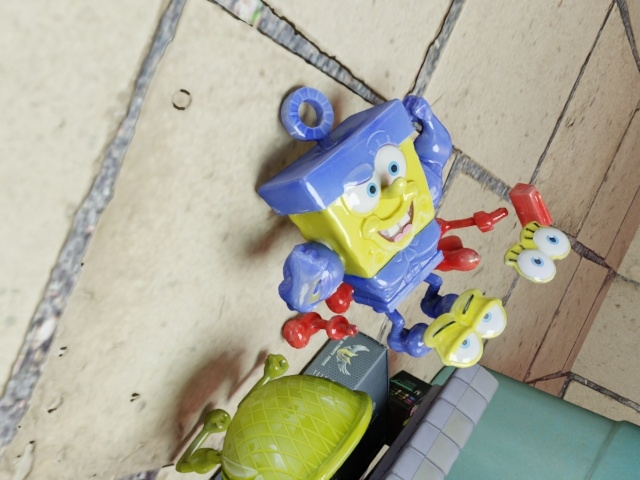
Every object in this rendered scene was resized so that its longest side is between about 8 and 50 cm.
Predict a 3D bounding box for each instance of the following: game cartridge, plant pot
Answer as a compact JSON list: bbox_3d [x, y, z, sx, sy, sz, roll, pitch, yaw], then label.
[{"bbox_3d":[0.048,0.298,0.843,0.230,0.068,0.355,-35,159,-47],"label":"game cartridge"},{"bbox_3d":[0.296,0.357,1.150,0.341,0.334,0.341,-41,145,-37],"label":"plant pot"}]

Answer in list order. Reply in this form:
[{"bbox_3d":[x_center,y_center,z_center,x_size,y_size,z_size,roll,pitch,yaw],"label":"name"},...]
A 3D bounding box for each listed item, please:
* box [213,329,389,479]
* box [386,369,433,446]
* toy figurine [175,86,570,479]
[{"bbox_3d":[-0.015,0.223,0.779,0.232,0.059,0.183,-47,149,-32],"label":"box"},{"bbox_3d":[0.097,0.209,0.977,0.083,0.052,0.062,-18,128,-57],"label":"box"},{"bbox_3d":[0.000,0.000,0.585,0.362,0.191,0.217,-40,115,-27],"label":"toy figurine"}]
